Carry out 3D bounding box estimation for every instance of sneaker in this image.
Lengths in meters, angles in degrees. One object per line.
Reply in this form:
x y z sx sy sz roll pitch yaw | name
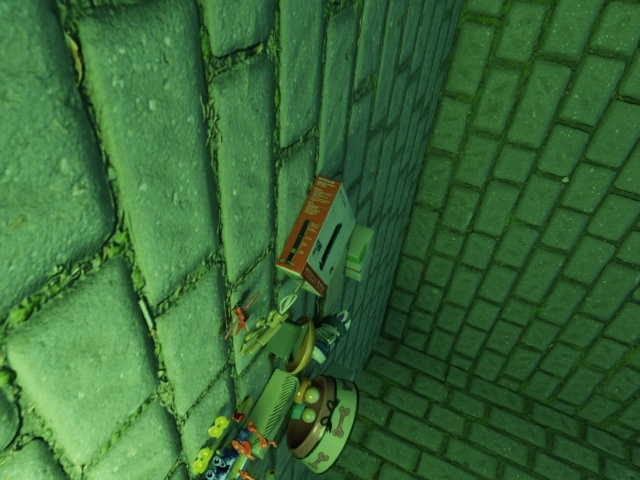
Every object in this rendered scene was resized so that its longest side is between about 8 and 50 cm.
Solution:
0.025 0.363 1.773 0.236 0.130 0.323 -55 165 -12 | sneaker

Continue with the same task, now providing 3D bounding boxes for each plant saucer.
-0.242 0.531 1.395 0.083 0.015 0.084 -57 159 -36 | plant saucer
-0.068 0.354 1.496 0.200 0.037 0.200 -50 -153 38 | plant saucer

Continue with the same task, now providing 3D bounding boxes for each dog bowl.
-0.004 0.773 1.920 0.408 0.150 0.408 -56 -168 18 | dog bowl

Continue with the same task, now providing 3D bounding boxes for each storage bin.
-0.109 0.313 1.424 0.135 0.091 0.098 -68 163 -1 | storage bin

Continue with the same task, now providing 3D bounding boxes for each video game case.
-0.267 0.858 1.672 0.227 0.026 0.206 -70 163 1 | video game case

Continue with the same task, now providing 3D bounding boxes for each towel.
0.044 0.168 1.796 0.187 0.049 0.283 -52 156 -48 | towel

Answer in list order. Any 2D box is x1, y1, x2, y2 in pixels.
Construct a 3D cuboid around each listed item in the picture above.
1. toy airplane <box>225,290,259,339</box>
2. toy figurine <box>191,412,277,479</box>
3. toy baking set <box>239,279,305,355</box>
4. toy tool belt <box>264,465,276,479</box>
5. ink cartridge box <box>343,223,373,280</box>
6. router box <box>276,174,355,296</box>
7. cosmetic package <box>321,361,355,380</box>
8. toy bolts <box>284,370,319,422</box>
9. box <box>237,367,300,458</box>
-0.199 0.195 1.125 0.151 0.028 0.151 -54 158 -35 | toy airplane
-0.252 0.678 1.269 0.363 0.191 0.217 -65 167 -11 | toy figurine
-0.127 0.226 1.250 0.256 0.030 0.197 -43 167 -29 | toy baking set
-0.224 1.041 1.988 0.051 0.052 0.083 -104 -154 -62 | toy tool belt
0.166 0.057 1.957 0.160 0.092 0.219 -60 161 -26 | ink cartridge box
0.000 0.000 1.414 0.301 0.082 0.335 -66 162 -11 | router box
0.040 0.845 2.373 0.385 0.156 0.218 -20 129 -66 | cosmetic package
-0.101 0.653 1.716 0.218 0.158 0.229 -58 159 -32 | toy bolts
-0.176 0.597 1.538 0.275 0.094 0.113 -60 160 -30 | box
